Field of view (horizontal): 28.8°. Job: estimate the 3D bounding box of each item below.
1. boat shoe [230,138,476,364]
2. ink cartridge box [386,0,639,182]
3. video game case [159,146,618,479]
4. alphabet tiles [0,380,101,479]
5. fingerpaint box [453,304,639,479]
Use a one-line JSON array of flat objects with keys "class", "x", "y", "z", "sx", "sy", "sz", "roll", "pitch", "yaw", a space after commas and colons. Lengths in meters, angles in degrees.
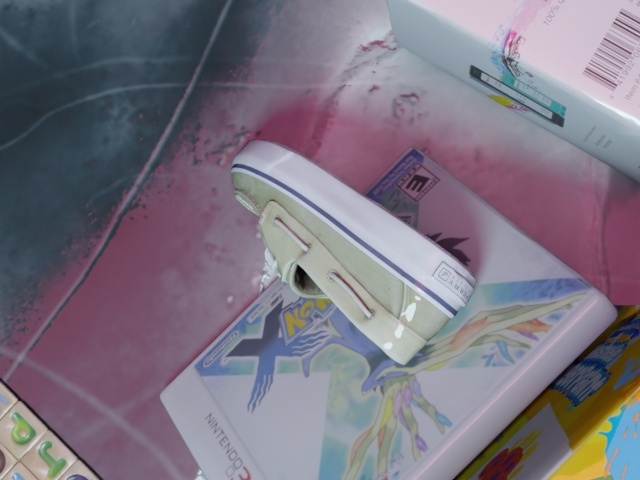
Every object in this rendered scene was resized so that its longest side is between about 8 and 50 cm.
[{"class": "boat shoe", "x": 0.000, "y": 0.000, "z": 1.030, "sx": 0.094, "sy": 0.109, "sz": 0.302, "roll": -51, "pitch": 39, "yaw": -5}, {"class": "ink cartridge box", "x": 0.219, "y": -0.206, "z": 1.047, "sx": 0.270, "sy": 0.197, "sz": 0.198, "roll": 31, "pitch": 89, "yaw": 7}, {"class": "video game case", "x": 0.035, "y": 0.097, "z": 1.020, "sx": 0.329, "sy": 0.300, "sz": 0.036, "roll": -44, "pitch": 126, "yaw": 0}, {"class": "alphabet tiles", "x": -0.318, "y": 0.275, "z": 1.154, "sx": 0.198, "sy": 0.009, "sz": 0.237, "roll": 43, "pitch": 90, "yaw": 7}, {"class": "fingerpaint box", "x": 0.162, "y": 0.225, "z": 0.890, "sx": 0.371, "sy": 0.445, "sz": 0.163, "roll": -45, "pitch": 85, "yaw": 0}]
